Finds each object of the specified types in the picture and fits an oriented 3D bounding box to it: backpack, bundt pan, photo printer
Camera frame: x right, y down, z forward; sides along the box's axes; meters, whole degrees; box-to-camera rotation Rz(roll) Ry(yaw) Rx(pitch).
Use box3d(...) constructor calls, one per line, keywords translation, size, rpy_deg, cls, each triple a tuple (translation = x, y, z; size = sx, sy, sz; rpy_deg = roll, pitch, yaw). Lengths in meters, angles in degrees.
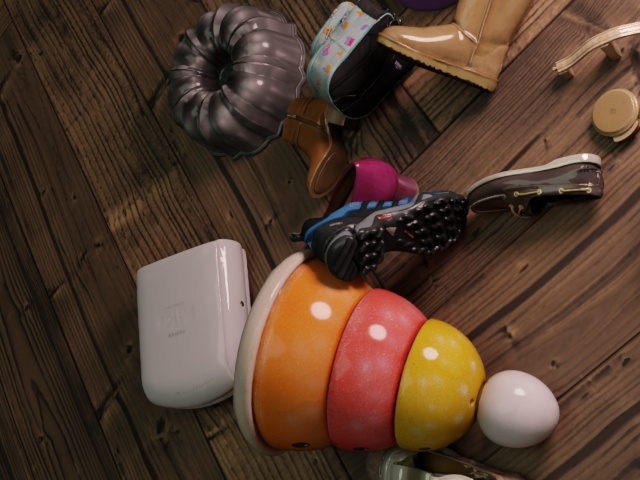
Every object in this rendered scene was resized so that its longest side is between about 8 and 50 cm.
box3d(translation=(0.064, -0.321, 1.733), size=(0.144, 0.166, 0.188), rpy_deg=(34, 89, 37), cls="backpack")
box3d(translation=(-0.193, -0.338, 1.981), size=(0.330, 0.124, 0.331), rpy_deg=(-10, 74, 37), cls="bundt pan")
box3d(translation=(-0.250, 0.177, 1.919), size=(0.256, 0.107, 0.308), rpy_deg=(-18, 69, 34), cls="photo printer")

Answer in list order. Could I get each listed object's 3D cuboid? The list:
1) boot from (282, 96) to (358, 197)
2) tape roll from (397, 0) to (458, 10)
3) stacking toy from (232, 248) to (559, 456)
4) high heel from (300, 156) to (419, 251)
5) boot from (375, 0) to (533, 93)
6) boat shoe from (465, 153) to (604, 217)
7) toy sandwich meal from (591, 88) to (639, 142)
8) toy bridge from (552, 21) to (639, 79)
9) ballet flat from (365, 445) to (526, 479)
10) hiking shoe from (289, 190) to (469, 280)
box3d(translation=(-0.019, -0.182, 1.844), size=(0.152, 0.073, 0.197), rpy_deg=(16, 78, 38), cls="boot")
box3d(translation=(0.199, -0.560, 1.743), size=(0.274, 0.090, 0.275), rpy_deg=(-10, 73, 37), cls="tape roll")
box3d(translation=(0.134, 0.221, 1.520), size=(0.479, 0.350, 0.351), rpy_deg=(12, 87, 24), cls="stacking toy")
box3d(translation=(0.000, 0.000, 1.713), size=(0.377, 0.181, 0.127), rpy_deg=(-51, 54, 18), cls="high heel")
box3d(translation=(0.241, -0.410, 1.617), size=(0.089, 0.236, 0.270), rpy_deg=(-136, 65, -75), cls="boot")
box3d(translation=(0.335, -0.075, 1.529), size=(0.227, 0.081, 0.069), rpy_deg=(-16, 67, 32), cls="boat shoe")
box3d(translation=(0.460, -0.194, 1.493), size=(0.085, 0.029, 0.086), rpy_deg=(-14, 68, 39), cls="toy sandwich meal")
box3d(translation=(0.448, -0.303, 1.504), size=(0.188, 0.063, 0.026), rpy_deg=(-21, 67, 33), cls="toy bridge")
box3d(translation=(0.180, 0.375, 1.535), size=(0.315, 0.106, 0.108), rpy_deg=(1, 81, 39), cls="ballet flat")
box3d(translation=(0.109, -0.035, 1.575), size=(0.132, 0.304, 0.113), rpy_deg=(36, 131, 44), cls="hiking shoe")
